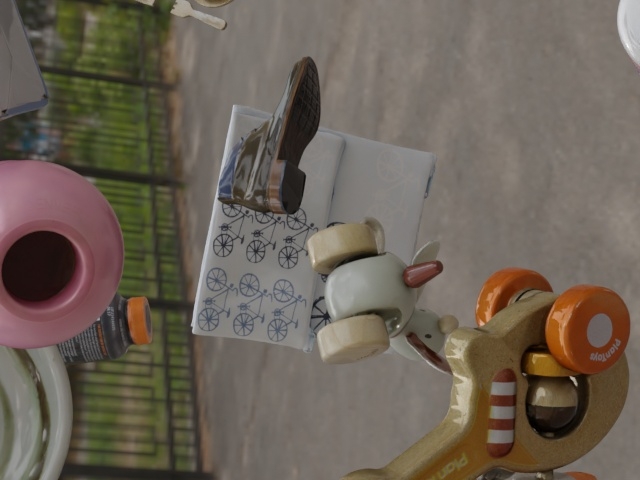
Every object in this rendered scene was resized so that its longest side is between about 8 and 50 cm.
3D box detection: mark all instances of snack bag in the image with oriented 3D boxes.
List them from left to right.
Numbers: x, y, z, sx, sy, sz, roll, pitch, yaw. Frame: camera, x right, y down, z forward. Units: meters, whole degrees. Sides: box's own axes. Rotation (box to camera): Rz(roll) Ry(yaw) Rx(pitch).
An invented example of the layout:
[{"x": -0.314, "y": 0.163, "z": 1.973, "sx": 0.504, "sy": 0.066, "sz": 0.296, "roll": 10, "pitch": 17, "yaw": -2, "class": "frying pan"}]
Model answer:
[{"x": 0.000, "y": 0.000, "z": 1.768, "sx": 0.037, "sy": 0.343, "sz": 0.323, "roll": 7, "pitch": 86, "yaw": 64, "class": "snack bag"}]

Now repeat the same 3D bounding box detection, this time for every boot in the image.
[{"x": -0.068, "y": -0.138, "z": 1.608, "sx": 0.082, "sy": 0.106, "sz": 0.219, "roll": 44, "pitch": -127, "yaw": -55, "class": "boot"}]

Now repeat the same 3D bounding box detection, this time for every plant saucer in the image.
[{"x": -0.528, "y": 0.228, "z": 1.607, "sx": 0.100, "sy": 0.401, "sz": 0.400, "roll": 149, "pitch": 127, "yaw": -62, "class": "plant saucer"}]

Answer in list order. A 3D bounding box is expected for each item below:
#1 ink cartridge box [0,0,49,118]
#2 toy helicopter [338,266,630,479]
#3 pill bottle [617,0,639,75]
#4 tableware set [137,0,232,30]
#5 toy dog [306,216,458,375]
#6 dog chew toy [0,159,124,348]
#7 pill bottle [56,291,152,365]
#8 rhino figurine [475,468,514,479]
[{"x": -0.594, "y": -0.240, "z": 1.632, "sx": 0.151, "sy": 0.396, "sz": 0.270, "roll": -39, "pitch": -67, "yaw": -74, "class": "ink cartridge box"}, {"x": 0.155, "y": 0.197, "z": 1.176, "sx": 0.140, "sy": 0.355, "sz": 0.235, "roll": 14, "pitch": 131, "yaw": 59, "class": "toy helicopter"}, {"x": 0.552, "y": -0.297, "z": 1.849, "sx": 0.323, "sy": 0.182, "sz": 0.181, "roll": 18, "pitch": -104, "yaw": -67, "class": "pill bottle"}, {"x": -0.156, "y": -0.317, "z": 1.369, "sx": 0.194, "sy": 0.039, "sz": 0.128, "roll": 24, "pitch": 90, "yaw": 32, "class": "tableware set"}, {"x": 0.109, "y": 0.070, "z": 1.526, "sx": 0.334, "sy": 0.161, "sz": 0.220, "roll": -18, "pitch": -88, "yaw": -69, "class": "toy dog"}, {"x": -0.348, "y": 0.000, "z": 1.431, "sx": 0.332, "sy": 0.207, "sz": 0.206, "roll": -154, "pitch": 71, "yaw": -65, "class": "dog chew toy"}, {"x": -0.432, "y": 0.159, "z": 2.266, "sx": 0.130, "sy": 0.246, "sz": 0.130, "roll": -7, "pitch": -90, "yaw": -90, "class": "pill bottle"}, {"x": 0.256, "y": 0.278, "z": 1.991, "sx": 0.073, "sy": 0.106, "sz": 0.243, "roll": -13, "pitch": 88, "yaw": 52, "class": "rhino figurine"}]
